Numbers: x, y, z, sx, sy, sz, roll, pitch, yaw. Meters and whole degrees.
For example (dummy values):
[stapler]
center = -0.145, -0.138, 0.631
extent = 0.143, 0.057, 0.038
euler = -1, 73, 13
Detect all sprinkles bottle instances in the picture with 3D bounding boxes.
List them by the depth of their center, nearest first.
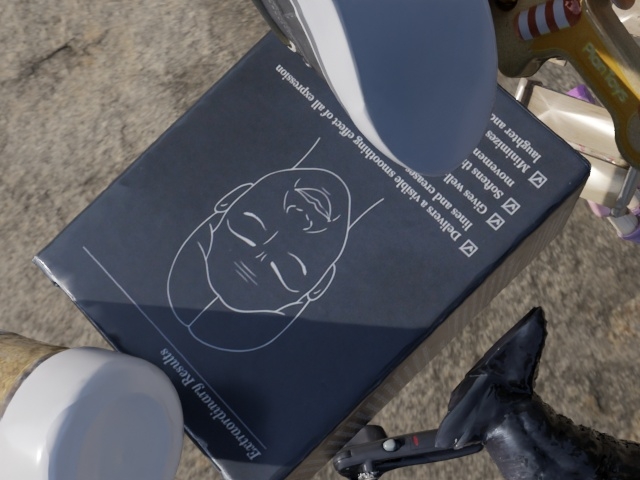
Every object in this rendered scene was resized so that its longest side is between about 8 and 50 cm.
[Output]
[sprinkles bottle]
center = -0.266, 0.116, 0.660
extent = 0.355, 0.121, 0.121
euler = 7, 110, 34

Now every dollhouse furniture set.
[dollhouse furniture set]
center = 0.437, -0.145, 1.283
extent = 0.303, 0.174, 0.355
euler = 27, 110, 29

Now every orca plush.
[orca plush]
center = 0.204, 0.141, 0.459
extent = 0.287, 0.151, 0.102
euler = 49, 147, -4

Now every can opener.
[can opener]
center = 0.101, 0.234, 1.032
extent = 0.186, 0.059, 0.073
euler = -7, 63, -4

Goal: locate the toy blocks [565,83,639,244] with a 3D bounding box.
[toy blocks]
center = 0.543, -0.127, 1.745
extent = 0.309, 0.288, 0.260
euler = -28, 123, 36

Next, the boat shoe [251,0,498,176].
[boat shoe]
center = -0.002, -0.116, 0.374
extent = 0.080, 0.076, 0.228
euler = -51, 132, -6

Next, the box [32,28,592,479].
[box]
center = 0.000, 0.000, 0.857
extent = 0.395, 0.212, 0.293
euler = -44, 75, -3

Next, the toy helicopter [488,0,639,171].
[toy helicopter]
center = 0.261, -0.224, 0.878
extent = 0.355, 0.140, 0.235
euler = 61, 139, 21
